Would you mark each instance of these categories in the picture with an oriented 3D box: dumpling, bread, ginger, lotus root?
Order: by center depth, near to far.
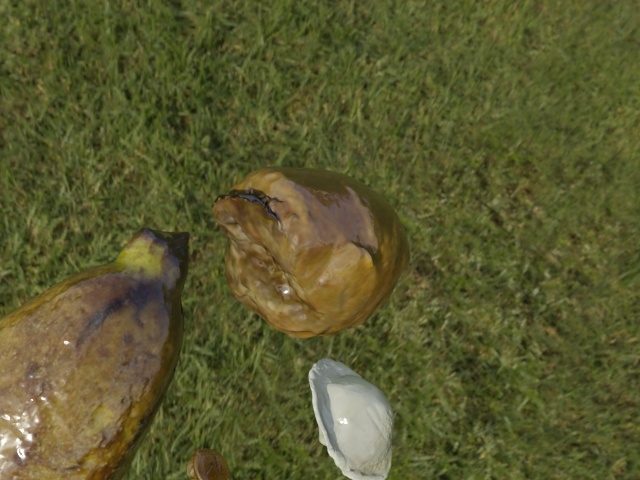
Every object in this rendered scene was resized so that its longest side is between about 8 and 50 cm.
[{"bbox_3d":[-0.128,0.071,0.396,0.108,0.094,0.191,41,94,-21],"label":"lotus root"},{"bbox_3d":[0.003,0.002,1.048,0.200,0.269,0.223,36,55,27],"label":"ginger"},{"bbox_3d":[-0.192,0.394,1.398,0.083,0.046,0.081,42,24,-33],"label":"bread"},{"bbox_3d":[0.048,0.321,1.420,0.166,0.126,0.216,-15,102,-54],"label":"dumpling"}]
